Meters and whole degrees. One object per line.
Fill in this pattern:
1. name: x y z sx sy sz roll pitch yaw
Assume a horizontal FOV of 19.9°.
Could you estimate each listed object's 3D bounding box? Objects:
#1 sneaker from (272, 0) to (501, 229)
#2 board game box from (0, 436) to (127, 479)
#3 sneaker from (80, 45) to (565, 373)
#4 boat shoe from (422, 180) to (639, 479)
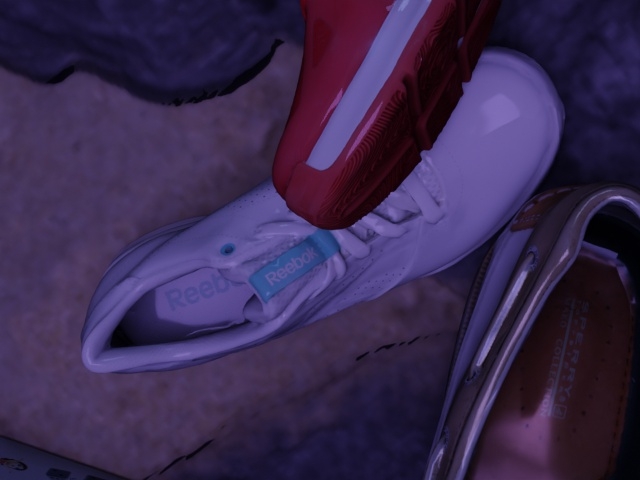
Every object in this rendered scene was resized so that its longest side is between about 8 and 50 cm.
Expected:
1. sneaker: 0.006 -0.118 0.672 0.128 0.087 0.221 24 73 14
2. board game box: -0.063 0.234 0.773 0.303 0.097 0.224 18 105 5
3. sneaker: 0.000 0.000 0.709 0.212 0.094 0.080 -31 95 14
4. boat shoe: 0.076 0.124 0.655 0.113 0.103 0.302 6 76 0
